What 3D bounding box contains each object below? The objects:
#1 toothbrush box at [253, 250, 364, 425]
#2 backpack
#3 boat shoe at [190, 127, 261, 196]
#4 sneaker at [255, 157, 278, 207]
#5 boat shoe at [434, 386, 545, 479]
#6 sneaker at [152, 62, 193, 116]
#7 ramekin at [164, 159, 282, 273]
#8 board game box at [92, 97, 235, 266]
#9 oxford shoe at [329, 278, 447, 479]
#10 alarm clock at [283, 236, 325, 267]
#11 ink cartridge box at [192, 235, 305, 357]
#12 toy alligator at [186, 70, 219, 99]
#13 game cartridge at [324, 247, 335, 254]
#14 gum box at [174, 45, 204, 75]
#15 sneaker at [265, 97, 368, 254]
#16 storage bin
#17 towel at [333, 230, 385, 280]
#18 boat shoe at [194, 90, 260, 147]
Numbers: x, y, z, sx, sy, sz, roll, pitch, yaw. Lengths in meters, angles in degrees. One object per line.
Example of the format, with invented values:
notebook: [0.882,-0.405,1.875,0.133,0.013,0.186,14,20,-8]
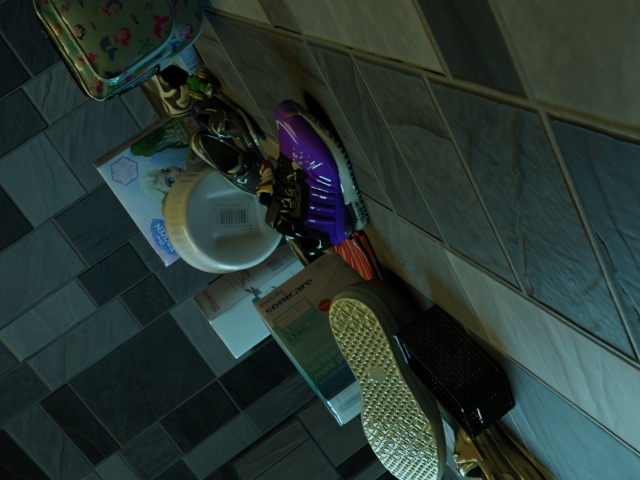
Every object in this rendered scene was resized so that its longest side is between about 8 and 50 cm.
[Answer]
toothbrush box: [0.035,0.191,1.803,0.295,0.216,0.126,49,169,39]
backpack: [-0.326,-0.378,1.469,0.225,0.253,0.191,60,166,-12]
boat shoe: [-0.188,-0.164,1.932,0.223,0.080,0.073,37,-179,-17]
sneaker: [-0.107,-0.115,1.829,0.070,0.083,0.185,59,170,-27]
boat shoe: [0.281,0.377,1.566,0.302,0.098,0.109,48,169,39]
sneaker: [-0.364,-0.421,2.063,0.235,0.094,0.153,68,159,12]
ramekin: [-0.215,-0.058,2.043,0.277,0.277,0.135,57,163,-13]
board game box: [-0.346,-0.150,2.206,0.319,0.318,0.066,58,170,-27]
oxford shoe: [0.144,0.260,1.606,0.169,0.130,0.450,-5,115,34]
alarm clock: [-0.038,0.005,1.980,0.129,0.064,0.192,58,168,-24]
ink cartridge box: [-0.142,0.128,2.194,0.129,0.307,0.223,58,171,-21]
toy alligator: [-0.241,-0.326,1.875,0.051,0.056,0.189,12,-169,-26]
game cartridge: [0.000,0.000,1.729,0.056,0.017,0.083,50,172,-13]
gum box: [-0.331,-0.457,1.873,0.157,0.041,0.184,42,163,52]
sneaker: [-0.028,-0.077,1.350,0.102,0.146,0.293,46,168,43]
storage bin: [0.206,0.202,1.362,0.180,0.084,0.122,46,167,42]
towel: [0.029,-0.014,1.670,0.275,0.031,0.199,46,168,44]
boat shoe: [-0.194,-0.241,1.852,0.233,0.079,0.084,42,163,50]
